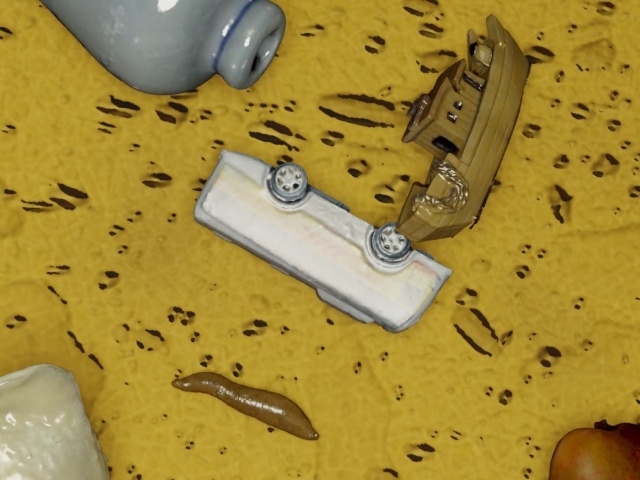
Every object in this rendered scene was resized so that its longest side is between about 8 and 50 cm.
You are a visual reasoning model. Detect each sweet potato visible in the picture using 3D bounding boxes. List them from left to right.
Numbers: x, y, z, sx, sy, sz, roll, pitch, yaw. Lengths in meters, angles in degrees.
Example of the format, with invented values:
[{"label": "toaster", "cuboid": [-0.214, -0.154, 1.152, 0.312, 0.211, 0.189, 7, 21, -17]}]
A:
[{"label": "sweet potato", "cuboid": [-0.052, 0.116, 0.909, 0.115, 0.026, 0.026, 23, 77, 2]}]

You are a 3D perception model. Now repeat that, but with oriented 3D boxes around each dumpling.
[{"label": "dumpling", "cuboid": [-0.219, 0.182, 0.813, 0.166, 0.216, 0.126, -3, 48, -21]}]

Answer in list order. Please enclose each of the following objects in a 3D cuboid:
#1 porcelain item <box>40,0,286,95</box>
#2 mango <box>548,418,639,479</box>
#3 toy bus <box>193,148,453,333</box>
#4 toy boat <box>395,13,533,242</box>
[{"label": "porcelain item", "cuboid": [-0.149, -0.198, 0.910, 0.259, 0.141, 0.141, 30, 77, 9]}, {"label": "mango", "cuboid": [0.256, 0.241, 0.869, 0.267, 0.111, 0.133, 44, 62, 5]}, {"label": "toy bus", "cuboid": [0.000, 0.000, 0.918, 0.190, 0.064, 0.075, 31, 83, 1]}, {"label": "toy boat", "cuboid": [0.100, -0.086, 0.925, 0.072, 0.064, 0.206, 31, 55, -14]}]
